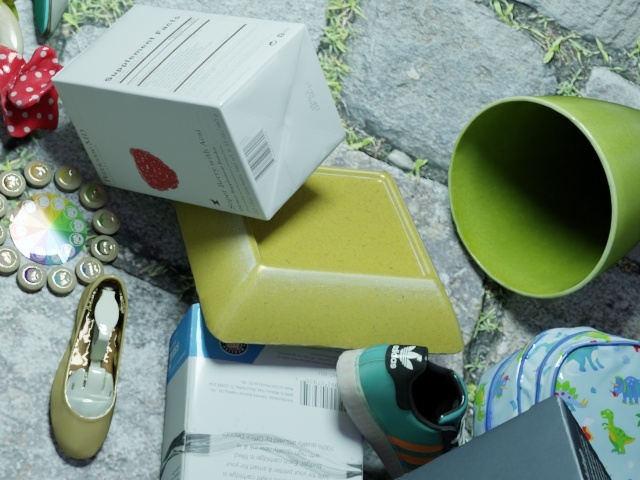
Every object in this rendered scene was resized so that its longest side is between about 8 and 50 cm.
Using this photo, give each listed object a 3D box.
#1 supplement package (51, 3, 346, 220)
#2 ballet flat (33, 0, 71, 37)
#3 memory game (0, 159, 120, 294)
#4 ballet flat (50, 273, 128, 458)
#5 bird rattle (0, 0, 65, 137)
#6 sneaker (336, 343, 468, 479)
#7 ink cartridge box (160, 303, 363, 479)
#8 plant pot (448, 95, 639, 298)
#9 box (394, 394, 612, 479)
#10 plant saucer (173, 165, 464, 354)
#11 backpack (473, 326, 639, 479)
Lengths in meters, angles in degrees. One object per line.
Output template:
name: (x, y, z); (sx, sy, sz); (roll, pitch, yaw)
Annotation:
supplement package: (-0.151, -0.163, 1.905); (0.175, 0.293, 0.177); (-48, 133, -31)
ballet flat: (-0.355, -0.370, 2.068); (0.068, 0.072, 0.213); (-2, 67, -27)
memory game: (-0.341, -0.018, 1.944); (0.186, 0.012, 0.186); (9, 64, -18)
ballet flat: (-0.276, 0.145, 1.859); (0.080, 0.073, 0.232); (12, 63, -16)
bird rattle: (-0.440, -0.245, 1.974); (0.207, 0.143, 0.253); (-14, 85, -15)
sneaker: (0.136, 0.229, 1.878); (0.302, 0.121, 0.108); (52, 36, -42)
ink cartridge box: (-0.072, 0.253, 1.859); (0.223, 0.129, 0.307); (10, 63, -18)
plant pot: (0.376, -0.086, 2.140); (0.293, 0.275, 0.274); (-17, 73, -43)
box: (0.240, 0.428, 1.708); (0.293, 0.212, 0.395); (-30, 107, 11)
plant saucer: (0.000, 0.000, 1.947); (0.333, 0.081, 0.333); (5, 36, -20)
backpack: (0.332, 0.289, 1.954); (0.290, 0.273, 0.355); (2, 54, -23)
